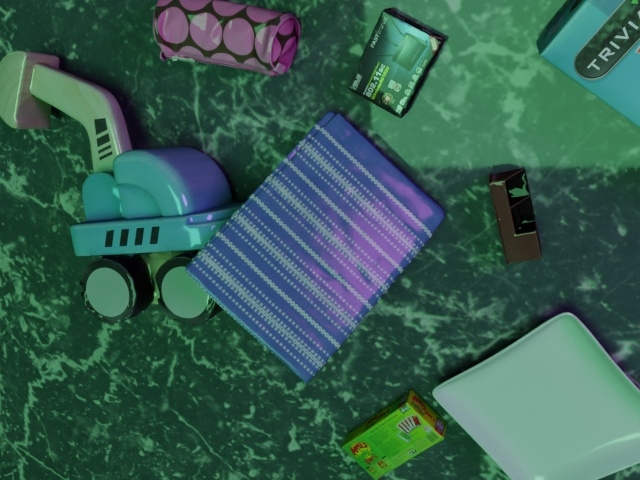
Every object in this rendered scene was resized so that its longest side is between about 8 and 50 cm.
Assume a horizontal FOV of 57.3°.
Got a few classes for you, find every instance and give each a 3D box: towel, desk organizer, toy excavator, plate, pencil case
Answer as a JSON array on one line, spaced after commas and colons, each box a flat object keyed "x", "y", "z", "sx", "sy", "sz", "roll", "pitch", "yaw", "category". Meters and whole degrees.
[{"x": 0.000, "y": 0.000, "z": 0.856, "sx": 0.243, "sy": 0.040, "sz": 0.336, "roll": 42, "pitch": 77, "yaw": -3, "category": "towel"}, {"x": 0.282, "y": -0.035, "z": 0.845, "sx": 0.050, "sy": 0.047, "sz": 0.130, "roll": -11, "pitch": 108, "yaw": 22, "category": "desk organizer"}, {"x": -0.316, "y": -0.105, "z": 0.977, "sx": 0.433, "sy": 0.222, "sz": 0.445, "roll": -2, "pitch": 99, "yaw": 20, "category": "toy excavator"}, {"x": 0.372, "y": 0.272, "z": 0.947, "sx": 0.277, "sy": 0.045, "sz": 0.278, "roll": 46, "pitch": 120, "yaw": -4, "category": "plate"}, {"x": -0.139, "y": -0.300, "z": 0.866, "sx": 0.209, "sy": 0.095, "sz": 0.098, "roll": 13, "pitch": 86, "yaw": 16, "category": "pencil case"}]

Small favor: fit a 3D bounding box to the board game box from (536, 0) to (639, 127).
[{"x": 0.459, "y": -0.219, "z": 0.641, "sx": 0.336, "sy": 0.079, "sz": 0.254, "roll": 33, "pitch": 125, "yaw": -5, "category": "board game box"}]

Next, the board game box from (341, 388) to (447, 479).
[{"x": 0.134, "y": 0.360, "z": 1.078, "sx": 0.092, "sy": 0.043, "sz": 0.181, "roll": 44, "pitch": 120, "yaw": -1, "category": "board game box"}]

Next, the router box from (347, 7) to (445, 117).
[{"x": 0.105, "y": -0.248, "z": 0.823, "sx": 0.092, "sy": 0.038, "sz": 0.122, "roll": 30, "pitch": 120, "yaw": 7, "category": "router box"}]
